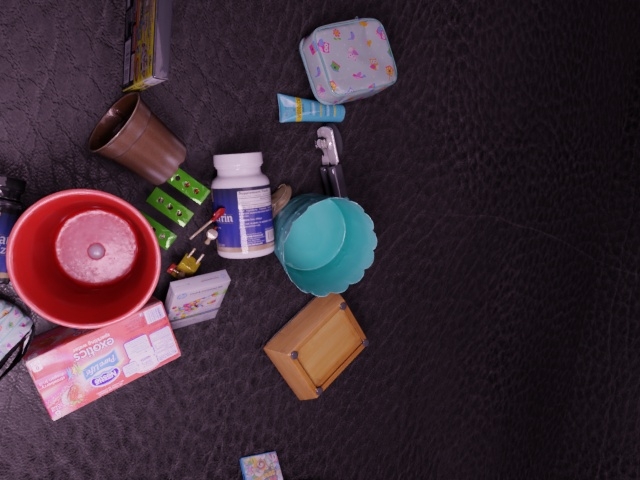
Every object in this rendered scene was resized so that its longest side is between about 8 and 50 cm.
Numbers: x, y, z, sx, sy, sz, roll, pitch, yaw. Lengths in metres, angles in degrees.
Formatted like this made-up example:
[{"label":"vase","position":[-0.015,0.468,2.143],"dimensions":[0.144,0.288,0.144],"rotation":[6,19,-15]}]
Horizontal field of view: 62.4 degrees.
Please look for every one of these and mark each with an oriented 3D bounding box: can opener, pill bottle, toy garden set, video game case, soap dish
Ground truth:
[{"label":"can opener","position":[0.047,-0.209,1.582],"dimensions":[0.093,0.074,0.280],"rotation":[-19,107,-33]},{"label":"pill bottle","position":[-0.670,-0.026,1.067],"dimensions":[0.123,0.123,0.219],"rotation":[14,87,-36]},{"label":"toy garden set","position":[-0.347,-0.026,1.296],"dimensions":[0.204,0.049,0.244],"rotation":[37,86,-14]},{"label":"pill bottle","position":[-0.203,-0.095,1.373],"dimensions":[0.153,0.153,0.264],"rotation":[-10,102,-34]},{"label":"video game case","position":[-0.374,-0.469,1.140],"dimensions":[0.035,0.248,0.274],"rotation":[1,96,-34]},{"label":"video game case","position":[-0.160,0.704,1.529],"dimensions":[0.119,0.015,0.166],"rotation":[5,50,-36]},{"label":"soap dish","position":[0.000,0.311,1.593],"dimensions":[0.291,0.118,0.229],"rotation":[-42,118,-25]}]

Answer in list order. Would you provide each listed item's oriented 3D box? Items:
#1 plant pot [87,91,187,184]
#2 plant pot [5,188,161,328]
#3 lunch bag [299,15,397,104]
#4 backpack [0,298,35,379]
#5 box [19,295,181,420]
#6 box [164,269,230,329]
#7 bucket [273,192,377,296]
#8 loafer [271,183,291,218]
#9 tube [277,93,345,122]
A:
[{"label":"plant pot","position":[-0.410,-0.221,1.213],"dimensions":[0.165,0.167,0.167],"rotation":[42,72,-40]},{"label":"plant pot","position":[-0.478,0.028,1.111],"dimensions":[0.275,0.243,0.274],"rotation":[-2,95,-18]},{"label":"lunch bag","position":[0.084,-0.525,1.536],"dimensions":[0.279,0.108,0.224],"rotation":[-24,95,-33]},{"label":"backpack","position":[-0.682,0.212,1.084],"dimensions":[0.182,0.152,0.115],"rotation":[-55,128,-29]},{"label":"box","position":[-0.500,0.252,1.215],"dimensions":[0.300,0.142,0.154],"rotation":[-26,110,-30]},{"label":"box","position":[-0.316,0.152,1.323],"dimensions":[0.145,0.038,0.186],"rotation":[-12,148,-34]},{"label":"bucket","position":[0.000,0.000,1.476],"dimensions":[0.281,0.183,0.281],"rotation":[-6,107,-19]},{"label":"loafer","position":[-0.135,-0.103,1.479],"dimensions":[0.050,0.056,0.148],"rotation":[44,72,-37]},{"label":"tube","position":[-0.029,-0.375,1.527],"dimensions":[0.207,0.052,0.080],"rotation":[-4,84,-30]}]
